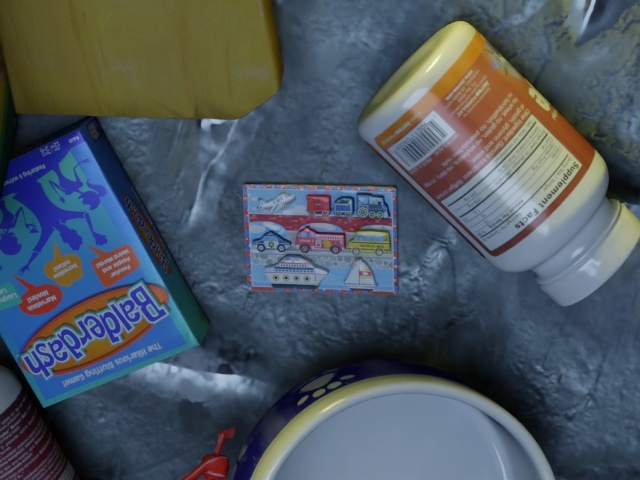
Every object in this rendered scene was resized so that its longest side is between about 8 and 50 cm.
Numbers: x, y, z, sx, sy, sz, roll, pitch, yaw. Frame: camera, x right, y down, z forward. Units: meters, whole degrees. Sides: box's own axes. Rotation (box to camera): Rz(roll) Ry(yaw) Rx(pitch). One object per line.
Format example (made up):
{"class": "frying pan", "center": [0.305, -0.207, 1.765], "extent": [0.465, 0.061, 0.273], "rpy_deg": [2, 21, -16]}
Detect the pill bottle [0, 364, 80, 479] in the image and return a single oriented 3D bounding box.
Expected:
{"class": "pill bottle", "center": [-0.293, 0.185, 1.485], "extent": [0.121, 0.121, 0.221], "rpy_deg": [-24, 105, 18]}

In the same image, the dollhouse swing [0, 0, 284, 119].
{"class": "dollhouse swing", "center": [-0.176, -0.296, 1.308], "extent": [0.347, 0.305, 0.315], "rpy_deg": [2, 70, 9]}

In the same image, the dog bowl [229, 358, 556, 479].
{"class": "dog bowl", "center": [0.057, 0.233, 1.401], "extent": [0.265, 0.104, 0.264], "rpy_deg": [-2, 99, -13]}

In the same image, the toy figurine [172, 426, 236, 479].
{"class": "toy figurine", "center": [-0.089, 0.356, 1.541], "extent": [0.217, 0.191, 0.362], "rpy_deg": [-19, 118, 48]}

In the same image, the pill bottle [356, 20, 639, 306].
{"class": "pill bottle", "center": [0.141, -0.055, 1.317], "extent": [0.216, 0.121, 0.121], "rpy_deg": [44, 112, -9]}

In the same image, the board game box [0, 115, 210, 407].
{"class": "board game box", "center": [-0.213, 0.020, 1.446], "extent": [0.160, 0.047, 0.210], "rpy_deg": [-23, 106, 17]}

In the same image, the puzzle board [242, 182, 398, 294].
{"class": "puzzle board", "center": [0.000, 0.000, 1.422], "extent": [0.128, 0.011, 0.096], "rpy_deg": [2, 112, 10]}

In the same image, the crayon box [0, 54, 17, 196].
{"class": "crayon box", "center": [-0.295, -0.097, 1.255], "extent": [0.081, 0.165, 0.278], "rpy_deg": [6, 150, 3]}
